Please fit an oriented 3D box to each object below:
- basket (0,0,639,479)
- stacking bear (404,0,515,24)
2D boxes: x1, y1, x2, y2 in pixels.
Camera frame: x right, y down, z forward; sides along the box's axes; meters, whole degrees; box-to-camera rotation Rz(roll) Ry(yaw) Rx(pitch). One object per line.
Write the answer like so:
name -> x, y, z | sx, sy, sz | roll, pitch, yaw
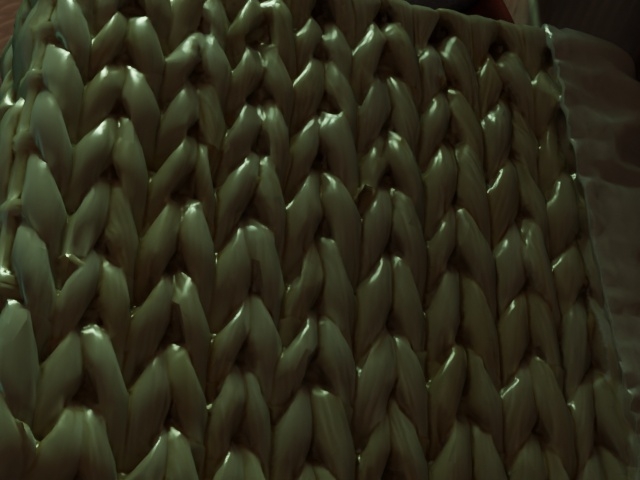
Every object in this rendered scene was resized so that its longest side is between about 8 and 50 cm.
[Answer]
basket -> -0.039, 0.095, 0.691 | 0.328, 0.266, 0.331 | 120, 159, -43
stacking bear -> 0.067, -0.244, 0.909 | 0.164, 0.175, 0.289 | -100, 23, -46
